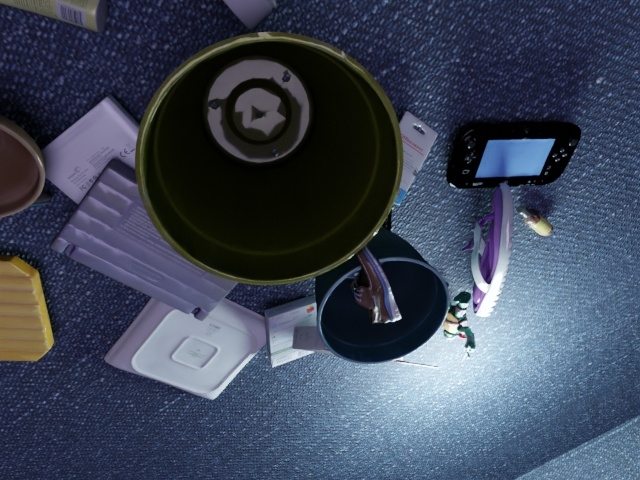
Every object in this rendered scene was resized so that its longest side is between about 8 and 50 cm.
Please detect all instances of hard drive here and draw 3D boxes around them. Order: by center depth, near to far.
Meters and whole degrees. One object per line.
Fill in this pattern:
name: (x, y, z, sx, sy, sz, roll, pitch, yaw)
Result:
hard drive: (-0.386, -0.109, 0.867, 0.203, 0.040, 0.307, -34, 123, 8)

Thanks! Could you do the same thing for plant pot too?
plant pot: (-0.607, -0.152, 0.719, 0.237, 0.109, 0.237, -16, 144, -12)
plant pot: (-0.095, -0.174, 0.730, 0.367, 0.353, 0.366, -6, 122, -10)
plant pot: (0.106, 0.084, 0.943, 0.272, 0.255, 0.271, -5, 122, -8)

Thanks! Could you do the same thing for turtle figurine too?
turtle figurine: (0.379, 0.238, 1.243, 0.175, 0.118, 0.234, 12, 126, 28)

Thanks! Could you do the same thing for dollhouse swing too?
dollhouse swing: (-0.800, 0.203, 0.854, 0.305, 0.315, 0.346, 12, 119, 3)

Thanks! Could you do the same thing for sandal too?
sandal: (0.424, 0.048, 1.108, 0.102, 0.169, 0.416, 2, 126, 11)

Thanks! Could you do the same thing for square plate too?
square plate: (-0.340, 0.288, 1.142, 0.347, 0.049, 0.344, 33, 110, -28)

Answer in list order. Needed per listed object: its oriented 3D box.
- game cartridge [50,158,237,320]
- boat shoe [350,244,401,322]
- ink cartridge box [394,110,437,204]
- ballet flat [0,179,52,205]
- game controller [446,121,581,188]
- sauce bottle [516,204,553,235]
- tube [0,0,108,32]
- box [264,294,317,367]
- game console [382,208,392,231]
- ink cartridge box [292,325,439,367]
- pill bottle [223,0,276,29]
game cartridge: (-0.333, 0.013, 0.896, 0.355, 0.068, 0.230, 35, 103, -28)
boat shoe: (0.091, 0.089, 0.754, 0.066, 0.066, 0.183, -23, 122, 5)
ink cartridge box: (0.169, -0.184, 0.944, 0.104, 0.060, 0.180, 27, 95, -26)
ballet flat: (-0.644, -0.103, 0.817, 0.213, 0.072, 0.068, -1, 113, -13)
game controller: (0.459, -0.202, 1.012, 0.319, 0.067, 0.166, -3, 122, -10)
sauce bottle: (0.580, -0.056, 1.145, 0.128, 0.042, 0.042, 30, 110, -29)
tube: (-0.476, -0.409, 0.677, 0.240, 0.062, 0.070, 13, 77, -15)
box: (-0.078, 0.251, 1.165, 0.145, 0.038, 0.186, -15, 126, -23)
game console: (0.000, 0.000, 1.045, 0.362, 0.044, 0.213, -9, 123, -7)
ink cartridge box: (0.119, 0.279, 1.109, 0.296, 0.066, 0.261, 19, 160, -36)
pill bottle: (-0.034, -0.510, 0.624, 0.361, 0.204, 0.204, -39, 122, 12)
